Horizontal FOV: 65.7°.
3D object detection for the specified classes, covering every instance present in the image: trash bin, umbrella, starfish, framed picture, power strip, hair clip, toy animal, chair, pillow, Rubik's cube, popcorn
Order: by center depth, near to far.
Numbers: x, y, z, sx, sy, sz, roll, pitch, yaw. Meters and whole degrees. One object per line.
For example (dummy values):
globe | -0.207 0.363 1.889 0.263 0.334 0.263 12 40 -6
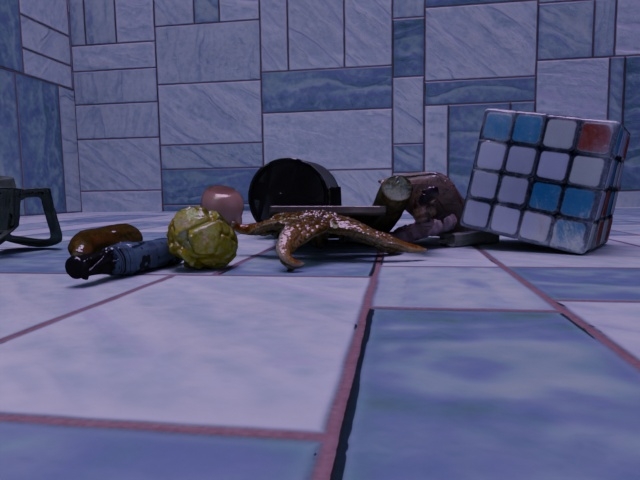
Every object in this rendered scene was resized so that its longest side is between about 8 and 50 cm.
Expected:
umbrella | -0.298 0.026 0.789 0.053 0.052 0.250 -1 5 20
popcorn | -0.200 0.002 0.827 0.116 0.121 0.106 -32 19 50
starfish | 0.000 -0.010 0.923 0.375 0.094 0.327 8 7 27
chair | -0.705 -0.045 1.049 0.203 0.190 0.274 1 14 10
hair clip | 0.215 -0.038 1.055 0.173 0.069 0.300 -14 -12 4
Rubik's cube | 0.481 -0.127 1.056 0.256 0.259 0.253 15 11 35
power strip | 0.335 -0.005 1.123 0.191 0.030 0.047 -4 6 -30
framed picture | 0.006 -0.036 1.136 0.240 0.020 0.324 -1 -8 -3
pillow | 0.277 -0.081 1.208 0.173 0.067 0.270 -5 -31 39
trash bin | -0.064 -0.122 1.421 0.277 0.217 0.262 1 6 10
toy animal | -0.342 -0.112 1.690 0.166 0.154 0.250 -12 6 -19

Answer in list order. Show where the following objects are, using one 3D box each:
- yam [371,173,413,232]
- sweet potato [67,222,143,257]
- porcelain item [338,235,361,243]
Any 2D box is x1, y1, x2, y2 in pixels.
yam | 0.152 -0.068 1.164 0.083 0.083 0.371 -1 -9 2
sweet potato | -0.448 0.004 1.015 0.081 0.062 0.233 2 9 11
porcelain item | 0.111 -0.003 1.174 0.075 0.021 0.136 -5 7 -36
